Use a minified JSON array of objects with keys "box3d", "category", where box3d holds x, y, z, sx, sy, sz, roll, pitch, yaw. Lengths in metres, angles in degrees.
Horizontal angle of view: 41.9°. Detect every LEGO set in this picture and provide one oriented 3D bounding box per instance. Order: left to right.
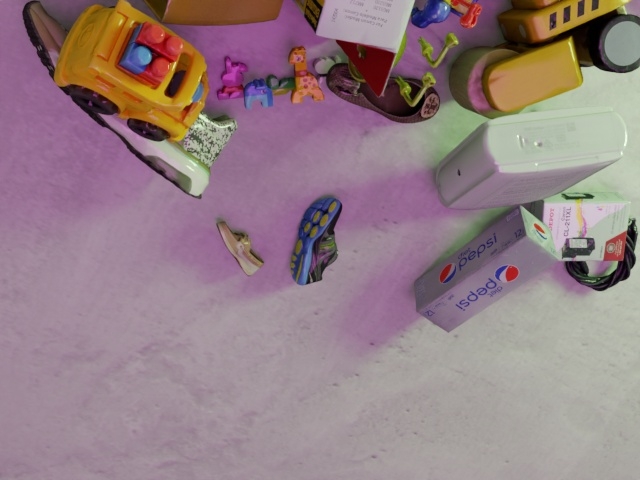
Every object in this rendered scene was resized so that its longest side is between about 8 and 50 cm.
[{"box3d":[-0.061,-0.285,1.413,0.227,0.087,0.093,-8,120,-10],"category":"LEGO set"}]

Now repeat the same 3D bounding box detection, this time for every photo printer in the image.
[{"box3d":[0.355,-0.136,1.487,0.255,0.307,0.107,-8,80,-11],"category":"photo printer"}]

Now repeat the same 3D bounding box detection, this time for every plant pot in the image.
[{"box3d":[-0.149,-0.435,1.251,0.187,0.212,0.212,7,117,-30],"category":"plant pot"}]

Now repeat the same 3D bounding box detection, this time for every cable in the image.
[{"box3d":[0.589,0.031,1.757,0.150,0.047,0.185,-4,120,-10],"category":"cable"}]

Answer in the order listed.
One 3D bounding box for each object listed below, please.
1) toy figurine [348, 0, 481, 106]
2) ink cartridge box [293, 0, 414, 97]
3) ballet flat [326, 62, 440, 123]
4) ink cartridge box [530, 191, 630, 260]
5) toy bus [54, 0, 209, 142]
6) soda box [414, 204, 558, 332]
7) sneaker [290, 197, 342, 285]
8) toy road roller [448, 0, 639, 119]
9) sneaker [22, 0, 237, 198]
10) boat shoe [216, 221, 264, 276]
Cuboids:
[{"box3d":[0.222,-0.393,1.363,0.217,0.191,0.363,-5,127,-56],"category":"toy figurine"},{"box3d":[0.039,-0.395,1.243,0.130,0.309,0.272,9,116,-17],"category":"ink cartridge box"},{"box3d":[0.121,-0.254,1.457,0.249,0.058,0.084,11,103,-37],"category":"ballet flat"},{"box3d":[0.513,-0.027,1.669,0.175,0.072,0.128,-1,109,-3],"category":"ink cartridge box"},{"box3d":[-0.239,-0.246,1.206,0.220,0.211,0.150,29,76,-33],"category":"toy bus"},{"box3d":[0.319,0.061,1.642,0.098,0.091,0.286,33,125,-25],"category":"soda box"},{"box3d":[0.000,0.000,1.607,0.078,0.067,0.188,0,119,-37],"category":"sneaker"},{"box3d":[0.364,-0.368,1.407,0.329,0.202,0.241,-23,106,0],"category":"toy road roller"},{"box3d":[-0.298,-0.257,1.367,0.182,0.158,0.410,-50,121,-7],"category":"sneaker"},{"box3d":[-0.151,0.008,1.580,0.045,0.050,0.135,-30,131,1],"category":"boat shoe"}]
